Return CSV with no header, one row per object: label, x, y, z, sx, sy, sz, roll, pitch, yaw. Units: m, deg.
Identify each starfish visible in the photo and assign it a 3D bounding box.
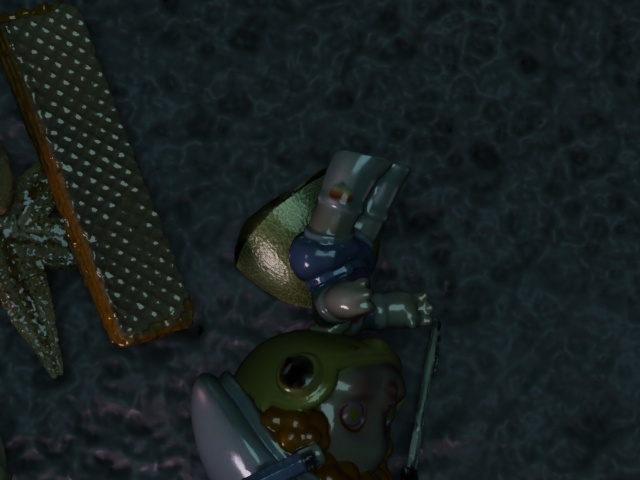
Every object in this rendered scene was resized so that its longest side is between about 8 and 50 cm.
starfish,-0.310,0.025,1.894,0.231,0.048,0.295,44,71,8

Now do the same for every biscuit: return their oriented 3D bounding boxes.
biscuit,-0.232,-0.074,1.896,0.094,0.054,0.379,-16,78,-27

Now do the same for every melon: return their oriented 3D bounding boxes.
melon,0.000,0.000,1.903,0.160,0.079,0.128,-40,84,-7

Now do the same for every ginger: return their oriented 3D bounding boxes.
ginger,-0.368,-0.095,1.906,0.173,0.051,0.069,33,57,22

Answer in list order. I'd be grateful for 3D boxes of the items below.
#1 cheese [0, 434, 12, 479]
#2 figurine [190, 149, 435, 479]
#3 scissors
cheese,-0.453,0.243,1.844,0.286,0.082,0.163,-24,79,-8
figurine,0.001,0.104,1.830,0.205,0.224,0.382,12,74,26
scissors,0.094,0.220,1.881,0.022,0.109,0.300,9,70,10
